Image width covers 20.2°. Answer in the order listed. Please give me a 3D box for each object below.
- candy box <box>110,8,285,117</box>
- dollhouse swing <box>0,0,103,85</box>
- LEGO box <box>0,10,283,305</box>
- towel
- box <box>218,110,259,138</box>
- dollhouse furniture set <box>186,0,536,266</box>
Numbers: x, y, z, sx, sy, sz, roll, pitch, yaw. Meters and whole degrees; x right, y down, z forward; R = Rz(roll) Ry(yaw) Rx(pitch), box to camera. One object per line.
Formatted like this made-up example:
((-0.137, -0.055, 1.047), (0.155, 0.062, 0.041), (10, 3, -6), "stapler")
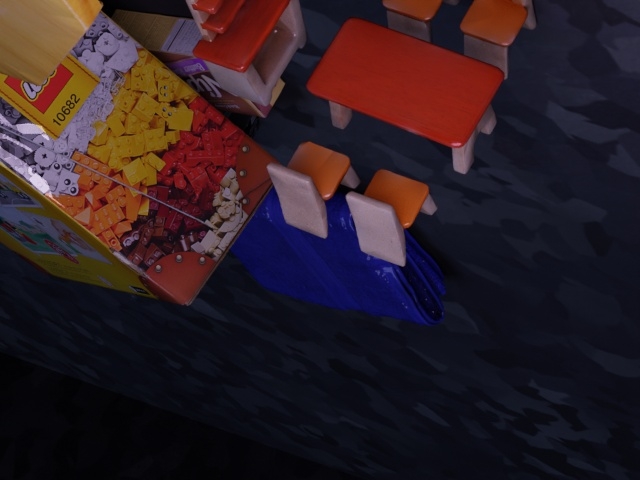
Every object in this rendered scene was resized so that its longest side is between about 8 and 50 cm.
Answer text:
((-0.142, -0.193, 1.957), (0.187, 0.053, 0.109), (14, 157, 40), "candy box")
((-0.305, -0.340, 1.478), (0.305, 0.315, 0.347), (18, 167, -15), "dollhouse swing")
((-0.325, -0.124, 2.055), (0.372, 0.193, 0.500), (40, 166, -23), "LEGO box")
((0.000, 0.000, 2.252), (0.308, 0.076, 0.227), (10, 147, 45), "towel")
((-0.119, -0.139, 2.068), (0.083, 0.052, 0.062), (24, 161, 9), "box")
((0.024, -0.151, 1.513), (0.259, 0.262, 0.135), (21, 158, 22), "dollhouse furniture set")
